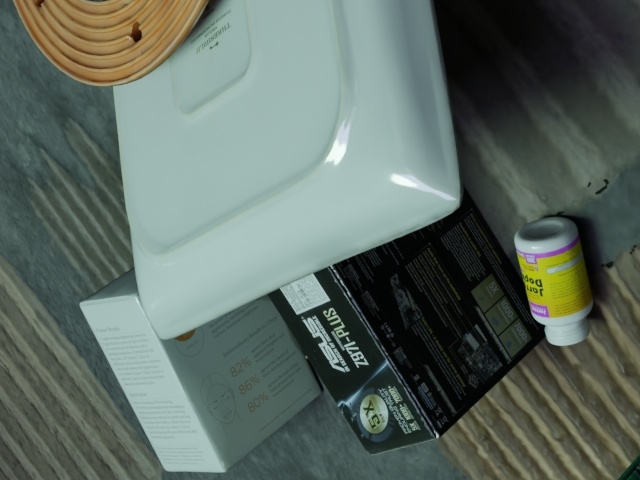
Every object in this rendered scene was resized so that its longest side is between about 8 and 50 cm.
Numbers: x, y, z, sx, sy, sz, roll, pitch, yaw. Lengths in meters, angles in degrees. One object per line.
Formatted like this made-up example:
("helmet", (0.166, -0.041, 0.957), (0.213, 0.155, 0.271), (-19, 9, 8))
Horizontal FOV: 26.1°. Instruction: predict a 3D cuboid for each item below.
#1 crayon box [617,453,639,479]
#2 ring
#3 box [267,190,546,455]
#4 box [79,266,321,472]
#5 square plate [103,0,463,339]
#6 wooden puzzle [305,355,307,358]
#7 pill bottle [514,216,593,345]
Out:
("crayon box", (0.288, 0.302, 0.988), (0.278, 0.081, 0.165), (41, 140, 15))
("ring", (-0.139, -0.273, 0.940), (0.337, 0.032, 0.336), (7, 100, 50))
("box", (0.054, 0.034, 0.973), (0.077, 0.147, 0.180), (-26, 99, 51))
("box", (-0.101, 0.093, 1.185), (0.091, 0.130, 0.170), (-10, 110, 49))
("square plate", (-0.057, -0.136, 0.911), (0.347, 0.049, 0.344), (-25, 69, 50))
("wooden puzzle", (0.027, 0.091, 1.123), (0.079, 0.014, 0.116), (23, 148, -4))
("pill bottle", (0.161, 0.029, 0.944), (0.043, 0.043, 0.083), (5, 121, 43))
